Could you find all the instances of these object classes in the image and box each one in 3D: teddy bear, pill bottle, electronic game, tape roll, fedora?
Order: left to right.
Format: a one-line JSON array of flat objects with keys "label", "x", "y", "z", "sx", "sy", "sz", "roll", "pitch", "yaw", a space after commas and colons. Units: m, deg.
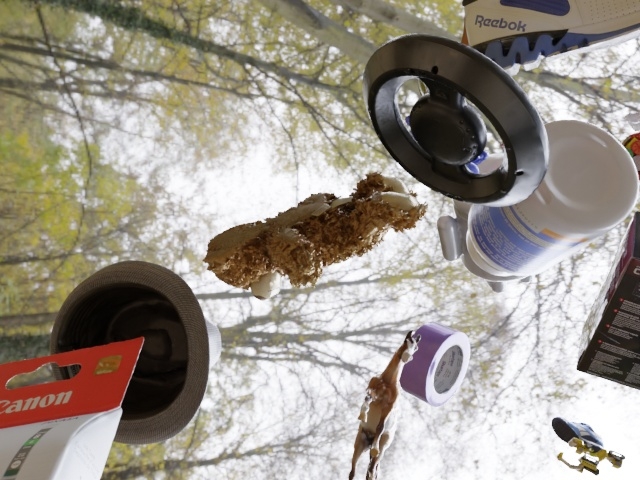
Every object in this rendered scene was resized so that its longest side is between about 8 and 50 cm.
[{"label": "fedora", "x": -0.240, "y": 0.151, "z": 0.830, "sx": 0.275, "sy": 0.124, "sz": 0.244, "roll": -10, "pitch": -96, "yaw": 21}, {"label": "teddy bear", "x": 0.000, "y": 0.000, "z": 0.882, "sx": 0.113, "sy": 0.337, "sz": 0.245, "roll": 67, "pitch": -10, "yaw": -23}, {"label": "tape roll", "x": 0.276, "y": 0.297, "z": 1.422, "sx": 0.080, "sy": 0.189, "sz": 0.189, "roll": 18, "pitch": -76, "yaw": 41}, {"label": "electronic game", "x": 0.140, "y": -0.123, "z": 0.647, "sx": 0.229, "sy": 0.229, "sz": 0.048, "roll": 17, "pitch": -121, "yaw": 49}, {"label": "pill bottle", "x": 0.295, "y": -0.038, "z": 0.818, "sx": 0.272, "sy": 0.152, "sz": 0.152, "roll": 104, "pitch": -27, "yaw": -72}]

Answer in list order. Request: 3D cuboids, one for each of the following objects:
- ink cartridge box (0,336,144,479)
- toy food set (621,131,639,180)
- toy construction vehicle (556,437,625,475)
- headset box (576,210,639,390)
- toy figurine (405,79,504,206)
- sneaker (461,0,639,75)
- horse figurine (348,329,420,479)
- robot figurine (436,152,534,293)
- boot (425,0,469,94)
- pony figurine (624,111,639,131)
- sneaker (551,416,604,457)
[{"label": "ink cartridge box", "x": -0.241, "y": 0.148, "z": 0.420, "sx": 0.225, "sy": 0.180, "sz": 0.056, "roll": -91, "pitch": 167, "yaw": -53}, {"label": "toy food set", "x": 0.526, "y": -0.137, "z": 0.956, "sx": 0.083, "sy": 0.020, "sz": 0.083, "roll": 40, "pitch": -92, "yaw": 8}, {"label": "toy construction vehicle", "x": 0.521, "y": 0.425, "z": 1.143, "sx": 0.098, "sy": 0.035, "sz": 0.086, "roll": 22, "pitch": -37, "yaw": 8}, {"label": "headset box", "x": 0.527, "y": 0.100, "z": 0.854, "sx": 0.218, "sy": 0.110, "sz": 0.293, "roll": 16, "pitch": -44, "yaw": 18}, {"label": "toy figurine", "x": 0.254, "y": -0.211, "z": 1.111, "sx": 0.191, "sy": 0.217, "sz": 0.363, "roll": -28, "pitch": -101, "yaw": 45}, {"label": "sneaker", "x": 0.335, "y": -0.347, "z": 0.814, "sx": 0.315, "sy": 0.127, "sz": 0.182, "roll": -12, "pitch": -83, "yaw": 20}, {"label": "horse figurine", "x": 0.085, "y": 0.282, "z": 0.887, "sx": 0.066, "sy": 0.174, "sz": 0.263, "roll": 13, "pitch": -60, "yaw": 14}, {"label": "robot figurine", "x": 0.409, "y": -0.049, "z": 1.344, "sx": 0.200, "sy": 0.299, "sz": 0.354, "roll": -121, "pitch": -170, "yaw": -55}, {"label": "boot", "x": 0.274, "y": -0.387, "z": 1.013, "sx": 0.283, "sy": 0.220, "sz": 0.109, "roll": -27, "pitch": -145, "yaw": 15}, {"label": "pony figurine", "x": 0.846, "y": -0.194, "z": 1.174, "sx": 0.303, "sy": 0.363, "sz": 0.351, "roll": 56, "pitch": -17, "yaw": -17}, {"label": "sneaker", "x": 0.645, "y": 0.482, "z": 1.481, "sx": 0.144, "sy": 0.059, "sz": 0.053, "roll": 34, "pitch": -47, "yaw": 4}]
